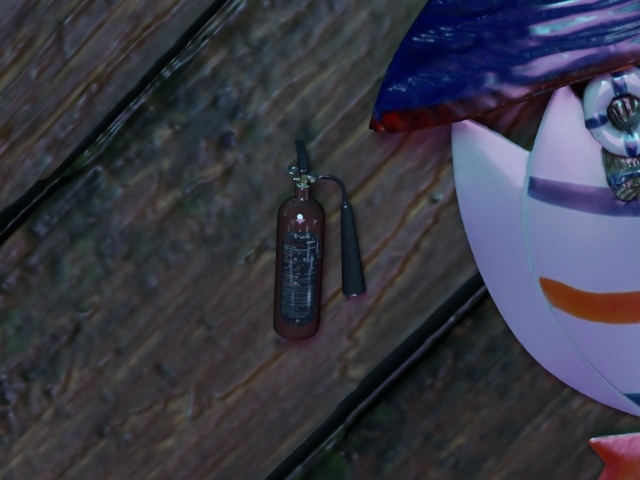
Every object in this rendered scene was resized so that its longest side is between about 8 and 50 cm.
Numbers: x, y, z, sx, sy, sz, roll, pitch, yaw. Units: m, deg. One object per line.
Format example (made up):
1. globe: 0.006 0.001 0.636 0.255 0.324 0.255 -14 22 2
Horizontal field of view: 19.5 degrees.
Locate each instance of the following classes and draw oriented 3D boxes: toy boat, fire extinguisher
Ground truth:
1. toy boat: 0.129 -0.022 0.930 0.219 0.072 0.318 10 116 -1
2. fire extinguisher: 0.001 0.002 0.953 0.046 0.032 0.100 9 113 13
